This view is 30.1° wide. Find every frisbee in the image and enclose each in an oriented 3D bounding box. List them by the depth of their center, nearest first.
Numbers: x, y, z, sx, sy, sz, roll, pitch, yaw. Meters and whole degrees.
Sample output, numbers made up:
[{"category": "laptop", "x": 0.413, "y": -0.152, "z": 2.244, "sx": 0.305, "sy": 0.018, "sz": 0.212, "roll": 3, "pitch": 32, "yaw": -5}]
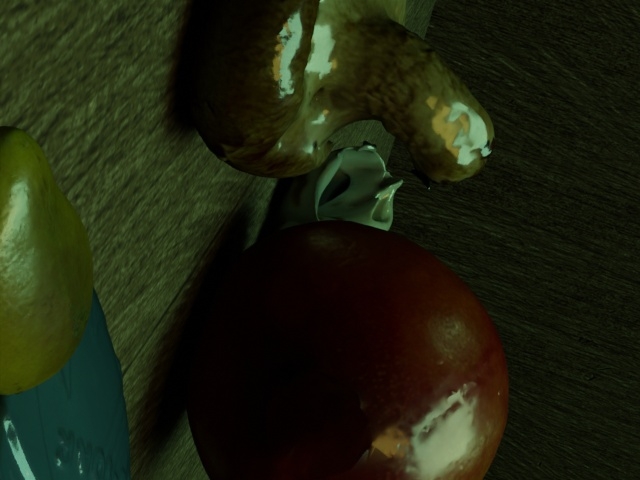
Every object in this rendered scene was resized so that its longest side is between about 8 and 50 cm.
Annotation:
[{"category": "frisbee", "x": -0.151, "y": 0.153, "z": 0.761, "sx": 0.289, "sy": 0.049, "sz": 0.289, "roll": -1, "pitch": 90, "yaw": -87}]

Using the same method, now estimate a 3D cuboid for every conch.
[{"category": "conch", "x": 0.000, "y": 0.000, "z": 1.605, "sx": 0.148, "sy": 0.183, "sz": 0.275, "roll": -17, "pitch": -153, "yaw": 46}]

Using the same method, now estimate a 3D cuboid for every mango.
[{"category": "mango", "x": -0.157, "y": 0.010, "z": 0.589, "sx": 0.161, "sy": 0.076, "sz": 0.103, "roll": 97, "pitch": 18, "yaw": -50}]

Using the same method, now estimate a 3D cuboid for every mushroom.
[{"category": "mushroom", "x": 0.012, "y": -0.179, "z": 0.995, "sx": 0.267, "sy": 0.254, "sz": 0.267, "roll": 177, "pitch": -90, "yaw": -82}]

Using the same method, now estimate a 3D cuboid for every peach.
[{"category": "peach", "x": 0.020, "y": 0.170, "z": 1.335, "sx": 0.388, "sy": 0.388, "sz": 0.388, "roll": 19, "pitch": 90, "yaw": -84}]
